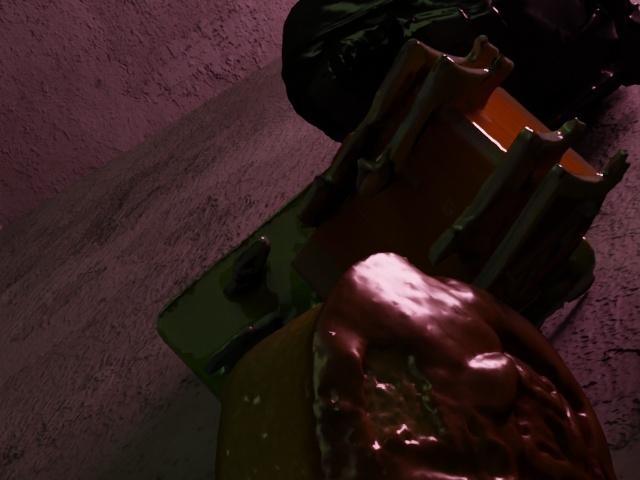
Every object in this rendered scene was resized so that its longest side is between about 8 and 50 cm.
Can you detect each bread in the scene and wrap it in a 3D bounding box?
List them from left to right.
[{"bbox_3d":[0.067,0.141,0.594,0.148,0.270,0.270,-34,16,34],"label":"bread"}]

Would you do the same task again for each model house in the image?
[{"bbox_3d":[0.040,-0.006,0.817,0.358,0.242,0.313,-39,-20,-14],"label":"model house"}]

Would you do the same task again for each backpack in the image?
[{"bbox_3d":[0.143,-0.192,1.192,0.363,0.254,0.446,-27,-13,30],"label":"backpack"}]
